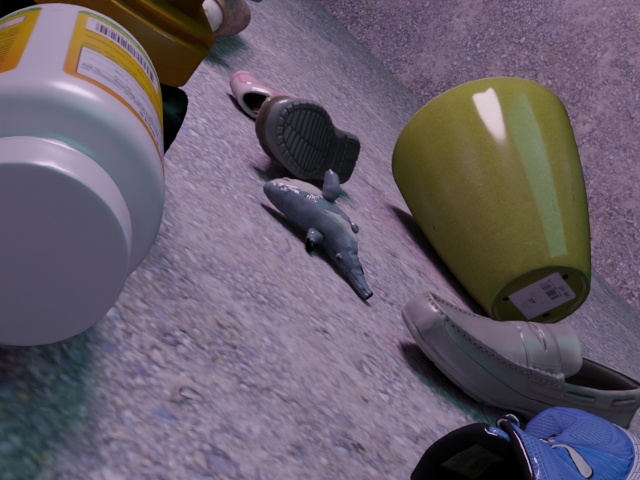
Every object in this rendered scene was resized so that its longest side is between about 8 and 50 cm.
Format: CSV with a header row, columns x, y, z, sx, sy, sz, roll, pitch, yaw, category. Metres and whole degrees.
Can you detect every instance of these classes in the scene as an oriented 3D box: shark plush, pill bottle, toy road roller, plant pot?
x,y,z,sx,sy,sz,roll,pitch,yaw,category
0.000,0.000,1.012,0.067,0.073,0.161,-14,74,-47,shark plush
-0.161,-0.046,0.555,0.136,0.136,0.245,33,17,-23,pill bottle
-0.180,-0.227,0.818,0.203,0.240,0.329,32,17,-26,toy road roller
0.263,-0.031,1.325,0.275,0.275,0.293,28,35,-36,plant pot

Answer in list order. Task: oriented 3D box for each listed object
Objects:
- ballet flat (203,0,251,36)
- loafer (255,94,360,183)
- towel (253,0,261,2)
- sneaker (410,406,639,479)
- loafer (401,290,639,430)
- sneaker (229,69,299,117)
x,y,z,sx,sy,sz,roll,pitch,yaw,category
-0.227,-0.344,1.341,0.316,0.107,0.106,20,44,-38,ballet flat
-0.029,-0.125,1.202,0.088,0.094,0.251,19,-2,22,loafer
-0.240,-0.486,1.510,0.321,0.090,0.374,23,6,-3,towel
0.154,0.175,0.681,0.147,0.129,0.330,44,16,7,sneaker
0.218,0.125,0.994,0.319,0.111,0.112,30,18,-31,loafer
-0.065,-0.184,1.322,0.134,0.051,0.070,27,21,-28,sneaker
